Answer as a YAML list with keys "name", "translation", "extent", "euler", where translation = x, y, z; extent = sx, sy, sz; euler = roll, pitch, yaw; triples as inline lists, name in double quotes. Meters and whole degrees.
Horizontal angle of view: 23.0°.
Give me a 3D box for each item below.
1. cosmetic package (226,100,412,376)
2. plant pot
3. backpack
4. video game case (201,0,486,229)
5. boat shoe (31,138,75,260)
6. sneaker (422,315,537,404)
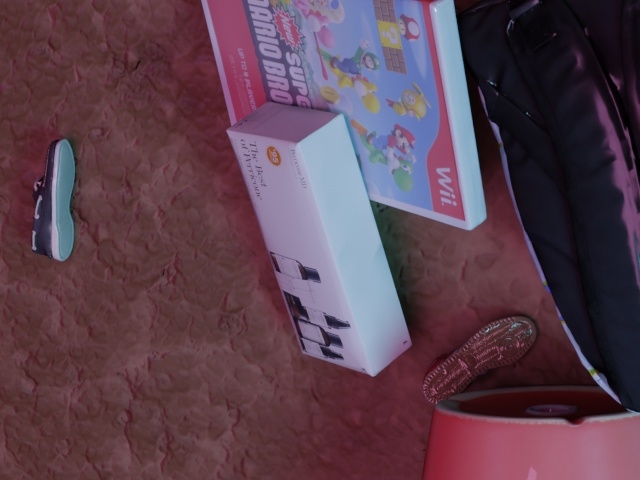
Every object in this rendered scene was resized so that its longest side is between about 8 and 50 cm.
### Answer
- name: "cosmetic package"
  translation: [0.000, 0.000, 1.385]
  extent: [0.099, 0.060, 0.239]
  euler: [12, 129, 45]
- name: "plant pot"
  translation: [0.196, 0.254, 1.325]
  extent: [0.275, 0.275, 0.243]
  euler: [0, 94, 23]
- name: "backpack"
  translation: [0.291, -0.037, 1.223]
  extent: [0.290, 0.273, 0.355]
  euler: [-19, 75, 28]
- name: "video game case"
  translation: [0.012, -0.131, 1.332]
  extent: [0.285, 0.025, 0.204]
  euler: [19, 132, 42]
- name: "boat shoe"
  translation: [-0.267, -0.041, 1.556]
  extent: [0.038, 0.046, 0.125]
  euler: [10, 115, 16]
- name: "sneaker"
  translation: [0.140, 0.107, 1.427]
  extent: [0.118, 0.067, 0.042]
  euler: [-33, 86, -4]
